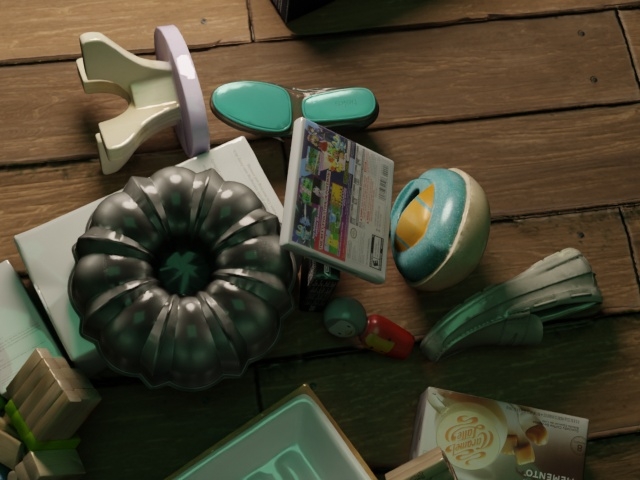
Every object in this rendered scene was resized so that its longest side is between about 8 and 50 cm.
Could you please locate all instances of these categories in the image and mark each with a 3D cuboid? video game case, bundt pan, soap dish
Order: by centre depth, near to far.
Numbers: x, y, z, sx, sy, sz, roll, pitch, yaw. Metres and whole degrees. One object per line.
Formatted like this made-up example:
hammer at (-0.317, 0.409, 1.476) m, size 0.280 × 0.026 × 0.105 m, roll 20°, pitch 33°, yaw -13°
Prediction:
bundt pan at (-0.190, 0.041, 1.363) m, size 0.331 × 0.124 × 0.330 m, roll 2°, pitch 76°, yaw -6°
soap dish at (-0.073, 0.380, 1.408) m, size 0.291 × 0.118 × 0.229 m, roll -33°, pitch 70°, yaw -14°
video game case at (0.028, -0.056, 1.422) m, size 0.183 × 0.023 × 0.201 m, roll 22°, pitch 63°, yaw -33°

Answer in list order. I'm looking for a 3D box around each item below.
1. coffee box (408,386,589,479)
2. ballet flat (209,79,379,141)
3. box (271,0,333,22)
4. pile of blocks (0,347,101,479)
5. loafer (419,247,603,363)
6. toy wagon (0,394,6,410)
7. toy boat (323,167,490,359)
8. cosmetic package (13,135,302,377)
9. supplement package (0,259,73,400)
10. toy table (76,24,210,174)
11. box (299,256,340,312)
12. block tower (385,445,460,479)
coffee box at (0.264, 0.318, 1.480) m, size 0.247 × 0.098 × 0.141 m, roll 12°, pitch 72°, yaw 0°
ballet flat at (-0.044, -0.207, 1.635) m, size 0.281 × 0.096 × 0.095 m, roll 2°, pitch 75°, yaw -6°
box at (0.012, -0.614, 1.738) m, size 0.343 × 0.179 × 0.312 m, roll -27°, pitch 77°, yaw -14°
pile of blocks at (-0.404, 0.334, 1.403) m, size 0.149 × 0.113 × 0.362 m, roll 20°, pitch 93°, yaw 34°
loafer at (0.305, 0.119, 1.545) m, size 0.320 × 0.112 × 0.111 m, roll -25°, pitch 72°, yaw -16°
toy wagon at (-0.596, 0.282, 1.431) m, size 0.267 × 0.068 × 0.344 m, roll -36°, pitch 78°, yaw -15°
toy boat at (0.134, 0.030, 1.512) m, size 0.148 × 0.267 × 0.318 m, roll 27°, pitch 100°, yaw -12°
cosmetic package at (-0.241, 0.026, 1.508) m, size 0.385 × 0.156 × 0.217 m, roll -25°, pitch 75°, yaw -12°
supplement package at (-0.463, 0.139, 1.473) m, size 0.105 × 0.105 × 0.179 m, roll -30°, pitch 77°, yaw -12°
toy table at (-0.285, -0.225, 1.558) m, size 0.161 × 0.252 × 0.274 m, roll -13°, pitch 34°, yaw -16°
box at (0.000, 0.000, 1.519) m, size 0.045 × 0.190 × 0.184 m, roll 7°, pitch 71°, yaw -6°
block tower at (0.212, 0.453, 1.375) m, size 0.097 × 0.091 × 0.335 m, roll -28°, pitch 94°, yaw 4°
